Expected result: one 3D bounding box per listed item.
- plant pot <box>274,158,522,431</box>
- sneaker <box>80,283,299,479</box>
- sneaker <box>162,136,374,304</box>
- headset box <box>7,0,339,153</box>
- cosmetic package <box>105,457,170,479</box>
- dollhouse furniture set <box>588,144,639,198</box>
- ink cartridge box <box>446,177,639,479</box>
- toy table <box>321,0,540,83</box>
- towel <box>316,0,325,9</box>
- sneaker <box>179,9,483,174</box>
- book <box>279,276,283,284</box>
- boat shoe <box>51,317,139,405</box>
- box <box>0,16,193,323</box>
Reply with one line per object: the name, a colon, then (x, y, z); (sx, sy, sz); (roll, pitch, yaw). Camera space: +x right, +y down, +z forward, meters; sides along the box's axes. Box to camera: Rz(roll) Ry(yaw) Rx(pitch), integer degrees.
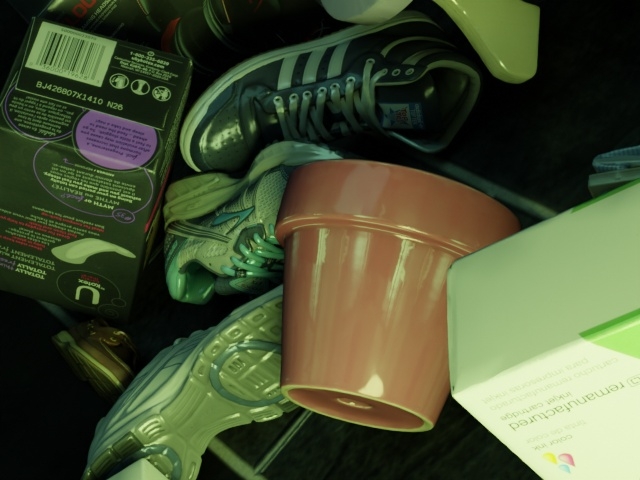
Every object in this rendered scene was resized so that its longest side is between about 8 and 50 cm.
plant pot: (0.050, 0.052, 1.595); (0.201, 0.201, 0.180); (-3, 68, 45)
sneaker: (-0.103, 0.121, 1.747); (0.297, 0.111, 0.129); (-38, 29, 9)
sneaker: (-0.042, -0.006, 1.788); (0.283, 0.110, 0.122); (-20, 56, 49)
headset box: (-0.161, -0.246, 2.011); (0.218, 0.293, 0.110); (-48, 34, 1)
cosmetic package: (-0.224, 0.395, 1.589); (0.284, 0.097, 0.377); (-29, 37, 19)
dollhouse furniture set: (0.315, -0.084, 1.354); (0.303, 0.286, 0.198); (-10, 46, 25)
ink cartridge box: (0.240, 0.092, 1.258); (0.201, 0.278, 0.117); (-25, 42, 27)
toy table: (0.121, -0.274, 1.744); (0.274, 0.161, 0.252); (-177, 96, -71)
towel: (0.007, -0.253, 2.104); (0.083, 0.009, 0.060); (-43, 35, 3)
sneaker: (0.016, -0.120, 1.821); (0.282, 0.099, 0.153); (-25, 34, -13)
book: (0.000, 0.000, 1.827); (0.144, 0.035, 0.096); (9, 64, 51)
boat shoe: (-0.207, 0.109, 1.891); (0.060, 0.064, 0.178); (-36, 21, -12)
box: (-0.231, -0.063, 1.901); (0.270, 0.165, 0.143); (109, 177, -54)
